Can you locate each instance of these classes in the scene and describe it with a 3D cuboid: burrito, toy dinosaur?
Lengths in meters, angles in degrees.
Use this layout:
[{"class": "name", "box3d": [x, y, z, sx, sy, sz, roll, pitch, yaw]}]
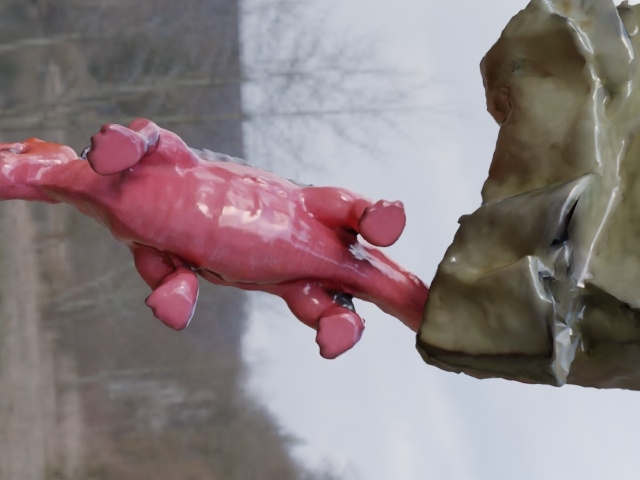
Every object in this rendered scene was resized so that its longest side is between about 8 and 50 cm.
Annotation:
[{"class": "burrito", "box3d": [0.206, -0.018, 0.519, 0.107, 0.348, 0.175, 28, 60, -64]}, {"class": "toy dinosaur", "box3d": [-0.005, -0.003, 0.610, 0.139, 0.286, 0.070, -124, -130, -72]}]
